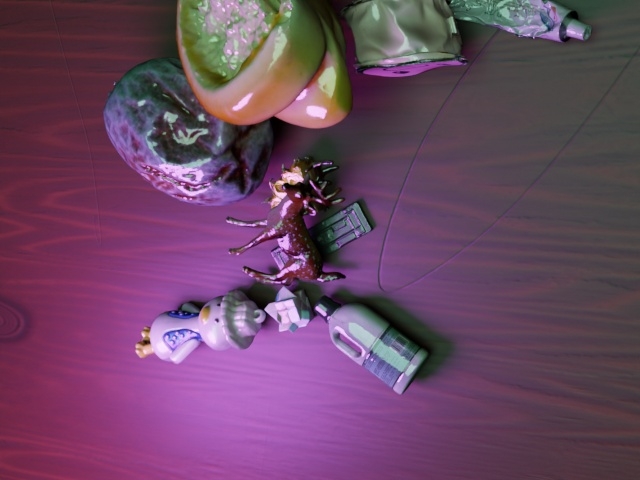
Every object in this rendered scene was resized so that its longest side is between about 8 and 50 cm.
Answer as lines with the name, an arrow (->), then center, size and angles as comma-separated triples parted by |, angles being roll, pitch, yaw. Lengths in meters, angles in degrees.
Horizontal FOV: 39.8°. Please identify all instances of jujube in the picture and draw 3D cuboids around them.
jujube -> -0.229, -0.194, 1.610 | 0.308, 0.215, 0.246 | 43, 88, 14

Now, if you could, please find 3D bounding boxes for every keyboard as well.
keyboard -> 0.000, 0.000, 1.654 | 0.204, 0.013, 0.061 | -29, 87, 24

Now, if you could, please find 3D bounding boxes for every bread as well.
bread -> -0.084, -0.383, 1.433 | 0.329, 0.245, 0.424 | 118, 144, -48

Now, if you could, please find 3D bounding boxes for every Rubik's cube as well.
Rubik's cube -> -0.061, 0.132, 1.667 | 0.075, 0.073, 0.084 | -35, 91, 27

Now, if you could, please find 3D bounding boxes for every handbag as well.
handbag -> 0.135, -0.335, 1.453 | 0.205, 0.179, 0.117 | -1, 96, 51

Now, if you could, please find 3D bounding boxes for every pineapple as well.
pineapple -> -0.038, -0.082, 1.636 | 0.116, 0.069, 0.137 | 32, 118, 9

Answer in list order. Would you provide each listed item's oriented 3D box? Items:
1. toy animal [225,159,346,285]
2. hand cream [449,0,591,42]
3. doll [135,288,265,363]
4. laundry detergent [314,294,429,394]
toy animal -> -0.045, -0.024, 1.597 | 0.259, 0.087, 0.243 | -16, 128, 22
hand cream -> 0.319, -0.373, 1.441 | 0.256, 0.050, 0.084 | 22, 106, 27
doll -> -0.234, 0.172, 1.726 | 0.293, 0.138, 0.119 | -13, 134, 26
laundry detergent -> 0.084, 0.179, 1.618 | 0.225, 0.070, 0.099 | 35, 116, 13
